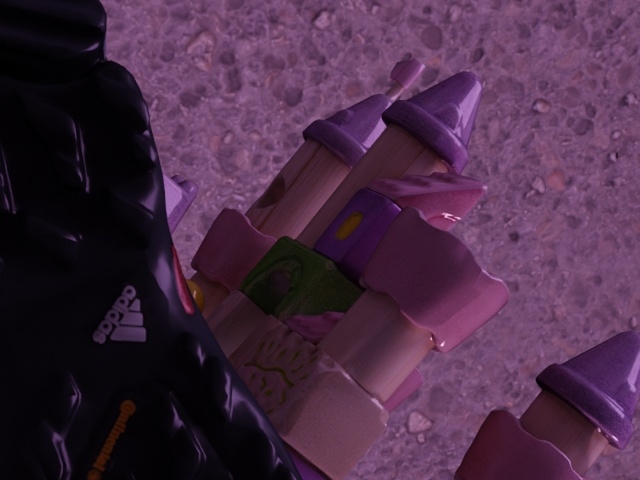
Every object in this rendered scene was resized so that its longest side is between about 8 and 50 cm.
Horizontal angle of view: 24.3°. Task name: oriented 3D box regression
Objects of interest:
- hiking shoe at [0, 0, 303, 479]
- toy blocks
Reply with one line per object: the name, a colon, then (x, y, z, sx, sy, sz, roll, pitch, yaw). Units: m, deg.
hiking shoe: (-0.074, 0.067, 0.468, 0.132, 0.113, 0.304, 151, -73, -72)
toy blocks: (0.000, 0.000, 0.776, 0.309, 0.260, 0.288, 42, -5, -21)
